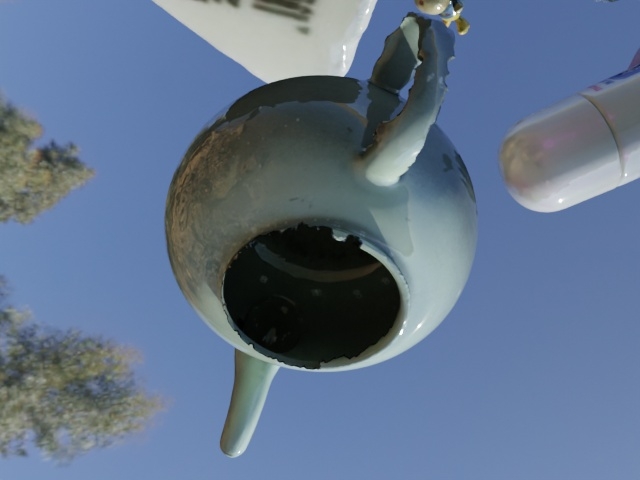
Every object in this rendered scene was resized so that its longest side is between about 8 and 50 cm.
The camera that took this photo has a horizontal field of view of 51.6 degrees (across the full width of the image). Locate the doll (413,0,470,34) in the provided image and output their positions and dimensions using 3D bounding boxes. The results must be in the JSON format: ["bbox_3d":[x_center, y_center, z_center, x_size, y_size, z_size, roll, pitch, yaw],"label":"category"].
[{"bbox_3d":[0.213,-0.435,1.191,0.102,0.179,0.089,27,-104,42],"label":"doll"}]

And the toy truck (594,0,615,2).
[{"bbox_3d":[0.469,-0.443,1.108,0.076,0.111,0.076,-1,-95,5],"label":"toy truck"}]

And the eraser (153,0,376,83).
[{"bbox_3d":[-0.040,-0.269,0.530,0.331,0.331,0.150,-16,-127,38],"label":"eraser"}]

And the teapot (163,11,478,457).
[{"bbox_3d":[0.000,0.000,0.406,0.129,0.193,0.294,-84,-161,-53],"label":"teapot"}]

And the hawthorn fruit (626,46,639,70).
[{"bbox_3d":[0.632,-0.231,1.074,0.284,0.284,0.284,-2,-93,39],"label":"hawthorn fruit"}]

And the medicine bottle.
[{"bbox_3d":[0.384,-0.143,0.817,0.340,0.130,0.130,-25,-110,3],"label":"medicine bottle"}]
